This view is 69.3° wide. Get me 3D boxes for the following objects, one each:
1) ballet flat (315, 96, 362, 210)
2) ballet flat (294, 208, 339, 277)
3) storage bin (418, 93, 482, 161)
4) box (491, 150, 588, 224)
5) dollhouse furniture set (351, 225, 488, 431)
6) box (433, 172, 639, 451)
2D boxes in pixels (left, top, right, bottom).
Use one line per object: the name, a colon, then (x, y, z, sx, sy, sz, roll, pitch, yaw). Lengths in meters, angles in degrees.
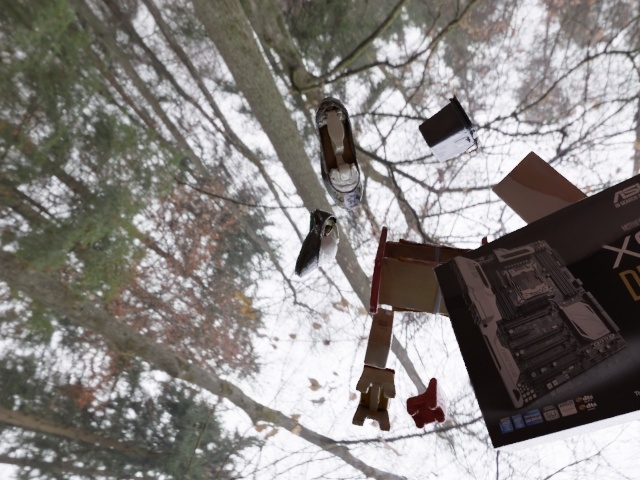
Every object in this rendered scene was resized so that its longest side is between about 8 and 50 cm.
ballet flat: (0.018, -0.082, 0.453, 0.041, 0.115, 0.041, -12, -165, 3)
ballet flat: (0.000, 0.000, 1.247, 0.096, 0.095, 0.280, 9, -142, 4)
storage bin: (0.260, -0.209, 0.928, 0.091, 0.135, 0.098, -31, -110, 21)
box: (0.533, -0.037, 0.990, 0.121, 0.148, 0.311, -48, -119, 20)
dollhouse furniture set: (0.185, 0.177, 0.874, 0.201, 0.374, 0.152, 9, -156, 10)
box: (0.315, 0.082, 0.543, 0.307, 0.076, 0.243, -28, -128, 25)
